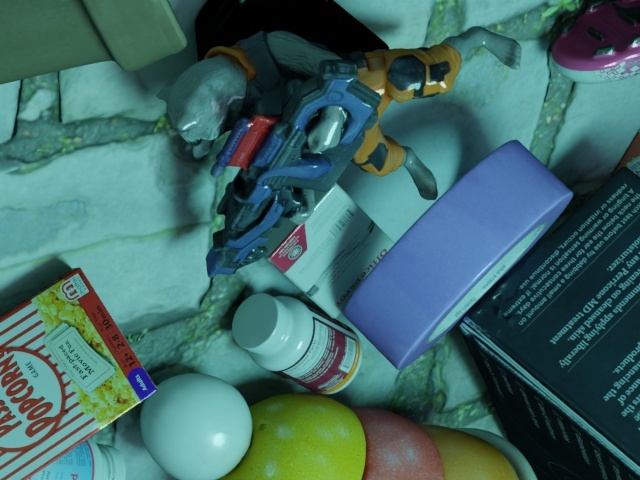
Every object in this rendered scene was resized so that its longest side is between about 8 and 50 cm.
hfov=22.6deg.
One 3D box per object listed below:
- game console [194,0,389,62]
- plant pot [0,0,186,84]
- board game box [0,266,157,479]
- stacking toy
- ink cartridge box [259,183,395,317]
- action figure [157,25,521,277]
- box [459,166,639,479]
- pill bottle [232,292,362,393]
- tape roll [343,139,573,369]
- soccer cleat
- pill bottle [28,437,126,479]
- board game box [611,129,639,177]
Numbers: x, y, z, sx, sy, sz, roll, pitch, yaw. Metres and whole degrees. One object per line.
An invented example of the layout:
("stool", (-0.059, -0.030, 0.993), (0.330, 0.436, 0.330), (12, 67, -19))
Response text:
("game console", (0.031, -0.280, 1.580), (0.213, 0.044, 0.361), (30, 97, -48))
("plant pot", (-0.259, -0.223, 1.247), (0.229, 0.263, 0.263), (-24, 136, 0))
("board game box", (-0.278, 0.139, 1.556), (0.193, 0.045, 0.147), (-34, 98, -18))
("stacking toy", (-0.006, 0.282, 1.818), (0.480, 0.350, 0.350), (38, 91, -32))
("ink cartridge box", (0.000, 0.000, 1.741), (0.109, 0.063, 0.150), (-49, 139, -2))
("action figure", (-0.013, -0.111, 1.565), (0.330, 0.178, 0.341), (2, 148, -34))
("box", (0.469, 0.240, 1.964), (0.297, 0.472, 0.480), (-42, 149, -9))
("pill bottle", (-0.027, 0.112, 1.783), (0.086, 0.086, 0.152), (-54, 138, 4))
("tape roll", (0.152, 0.017, 1.770), (0.275, 0.090, 0.275), (-44, 170, -10))
("soccer cleat", (0.412, -0.237, 1.890), (0.331, 0.116, 0.143), (-29, 134, -22))
("pill bottle", (-0.282, 0.237, 1.650), (0.160, 0.087, 0.087), (14, 109, -46))
("board game box", (0.541, -0.120, 2.127), (0.316, 0.064, 0.242), (18, 106, -47))
